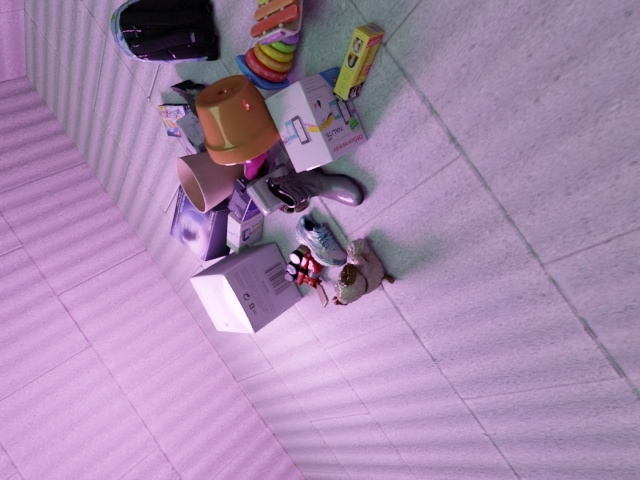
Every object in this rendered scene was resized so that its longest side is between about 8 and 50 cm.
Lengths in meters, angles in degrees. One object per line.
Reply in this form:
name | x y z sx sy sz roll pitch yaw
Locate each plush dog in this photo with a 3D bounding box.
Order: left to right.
plush dog | 0.142 0.158 1.838 0.210 0.225 0.262 35 138 26

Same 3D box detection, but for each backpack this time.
backpack | -0.615 -0.813 1.844 0.273 0.355 0.290 22 132 38

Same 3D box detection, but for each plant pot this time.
plant pot | -0.452 -0.295 2.097 0.256 0.274 0.256 41 149 32
plant pot | -0.297 -0.432 1.655 0.291 0.291 0.203 19 148 39

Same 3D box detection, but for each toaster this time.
toaster | -0.201 -0.201 1.958 0.146 0.227 0.129 57 166 -2

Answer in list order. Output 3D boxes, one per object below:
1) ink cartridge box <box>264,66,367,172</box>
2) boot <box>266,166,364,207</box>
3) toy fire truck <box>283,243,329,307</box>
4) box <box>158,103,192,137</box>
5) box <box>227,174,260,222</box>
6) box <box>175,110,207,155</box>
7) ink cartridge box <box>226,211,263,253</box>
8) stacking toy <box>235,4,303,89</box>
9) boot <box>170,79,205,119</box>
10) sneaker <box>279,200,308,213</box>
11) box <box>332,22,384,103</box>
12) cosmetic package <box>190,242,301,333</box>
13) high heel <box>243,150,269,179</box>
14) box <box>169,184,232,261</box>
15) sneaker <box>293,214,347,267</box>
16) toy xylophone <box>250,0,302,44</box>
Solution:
ink cartridge box | -0.012 -0.402 1.613 0.197 0.198 0.270 -8 111 50
boot | -0.025 -0.175 1.775 0.338 0.222 0.118 25 133 34
toy fire truck | -0.031 0.153 2.110 0.246 0.158 0.217 33 138 11
box | -0.704 -0.594 2.366 0.233 0.044 0.159 16 128 41
box | -0.306 -0.203 2.126 0.108 0.153 0.207 47 143 11
box | -0.551 -0.436 2.196 0.169 0.087 0.290 47 165 12
ink cartridge box | -0.363 -0.061 2.294 0.093 0.154 0.212 37 139 23
stacking toy | -0.138 -0.673 1.609 0.175 0.165 0.302 47 131 9
boot | -0.577 -0.602 2.187 0.263 0.091 0.229 27 141 40
sneaker | -0.139 -0.147 2.050 0.188 0.071 0.066 -1 116 48
box | 0.113 -0.540 1.464 0.058 0.087 0.232 41 140 15
cosmetic package | -0.375 0.239 2.392 0.393 0.327 0.329 -11 109 52
high heel | -0.228 -0.312 1.887 0.181 0.377 0.127 -2 91 15
box | -0.589 -0.100 2.432 0.294 0.182 0.296 33 118 26
sneaker | 0.000 0.000 1.979 0.283 0.110 0.122 38 136 22
toy xylophone | -0.144 -0.748 1.487 0.236 0.081 0.323 -13 74 40
